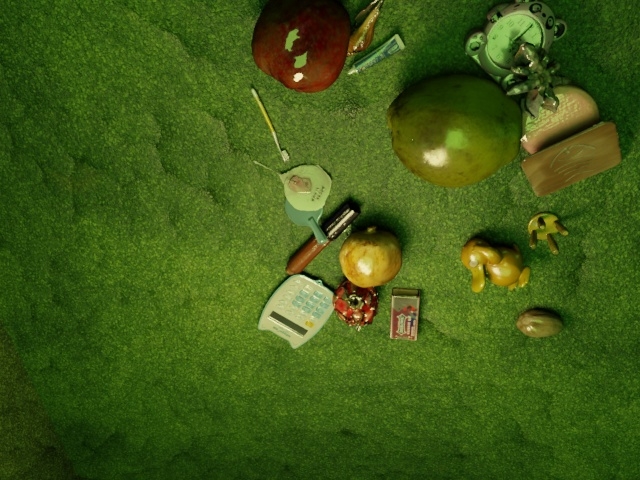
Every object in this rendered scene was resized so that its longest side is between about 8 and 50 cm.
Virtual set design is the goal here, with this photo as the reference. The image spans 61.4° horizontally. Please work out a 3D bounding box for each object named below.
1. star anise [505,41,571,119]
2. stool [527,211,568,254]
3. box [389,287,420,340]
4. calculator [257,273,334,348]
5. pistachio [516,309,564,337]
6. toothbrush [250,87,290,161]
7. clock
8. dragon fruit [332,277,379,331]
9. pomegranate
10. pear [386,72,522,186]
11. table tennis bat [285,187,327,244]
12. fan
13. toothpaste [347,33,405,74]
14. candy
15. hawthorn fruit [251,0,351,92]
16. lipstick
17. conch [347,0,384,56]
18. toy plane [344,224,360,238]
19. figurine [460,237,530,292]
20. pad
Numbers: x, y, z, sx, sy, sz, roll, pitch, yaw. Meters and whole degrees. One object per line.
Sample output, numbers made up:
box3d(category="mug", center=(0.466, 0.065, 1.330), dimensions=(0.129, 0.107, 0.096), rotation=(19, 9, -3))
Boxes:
box3d(category="star anise", center=(0.621, -0.463, 1.558), dimensions=(0.229, 0.093, 0.236), rotation=(-33, 112, -17))
box3d(category="stool", center=(0.798, -0.029, 1.900), dimensions=(0.135, 0.110, 0.134), rotation=(-26, 114, 25))
box3d(category="box", center=(0.346, 0.304, 2.210), dimensions=(0.120, 0.069, 0.224), rotation=(2, 121, 10))
box3d(category="calculator", center=(-0.094, 0.292, 2.287), dimensions=(0.256, 0.054, 0.386), rotation=(31, 124, -9))
box3d(category="pistachio", center=(0.865, 0.330, 2.112), dimensions=(0.185, 0.108, 0.126), rotation=(2, 145, 1))
box3d(category="toothbrush", center=(-0.175, -0.406, 1.903), dimensions=(0.024, 0.021, 0.288), rotation=(-21, 116, 9))
box3d(category="clock", center=(0.580, -0.602, 1.606), dimensions=(0.227, 0.090, 0.248), rotation=(38, 119, -14))
box3d(category="dragon fruit", center=(0.140, 0.239, 2.112), dimensions=(0.193, 0.274, 0.192), rotation=(32, 86, 18))
box3d(category="pomegranate", center=(0.187, 0.057, 1.994), dimensions=(0.248, 0.248, 0.248), rotation=(5, 122, 8))
box3d(category="pear", center=(0.409, -0.335, 1.666), dimensions=(0.413, 0.352, 0.352), rotation=(3, 121, 12))
box3d(category="table tennis bat", center=(-0.041, -0.095, 2.015), dimensions=(0.149, 0.038, 0.237), rotation=(-30, 88, 17))
box3d(category="fan", center=(-0.112, -0.225, 1.983), dimensions=(0.310, 0.010, 0.182), rotation=(25, 101, 4))
box3d(category="toothpaste", center=(0.172, -0.587, 1.722), dimensions=(0.197, 0.034, 0.057), rotation=(-26, 129, 22))
box3d(category="candy", center=(0.738, -0.376, 1.708), dimensions=(0.255, 0.094, 0.255), rotation=(5, 122, 7))
box3d(category="hawthorn fruit", center=(-0.058, -0.609, 1.604), dimensions=(0.308, 0.308, 0.324), rotation=(6, 112, 7))
box3d(category="lipstick", center=(0.000, 0.000, 2.085), dimensions=(0.077, 0.077, 0.418), rotation=(38, 121, -13))
box3d(category="conch", center=(0.134, -0.647, 1.662), dimensions=(0.080, 0.086, 0.232), rotation=(11, 131, -38))
box3d(category="toy plane", center=(0.112, -0.039, 2.065), dimensions=(0.080, 0.033, 0.083), rotation=(-4, 120, 0))
box3d(category="figurine", center=(0.635, 0.088, 1.979), dimensions=(0.228, 0.215, 0.215), rotation=(-2, 122, -5))
box3d(category="pad", center=(0.808, -0.253, 1.727), dimensions=(0.286, 0.018, 0.284), rotation=(-26, 148, 22))
